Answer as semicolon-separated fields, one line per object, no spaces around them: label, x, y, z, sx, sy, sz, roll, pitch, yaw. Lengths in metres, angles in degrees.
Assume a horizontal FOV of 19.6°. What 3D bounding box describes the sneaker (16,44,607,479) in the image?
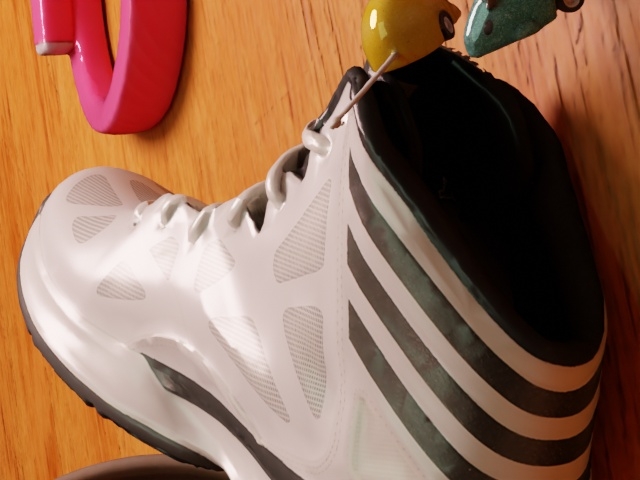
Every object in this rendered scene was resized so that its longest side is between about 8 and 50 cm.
sneaker;0.001;0.000;0.934;0.447;0.169;0.258;39;120;48

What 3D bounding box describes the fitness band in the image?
fitness band;-0.157;-0.220;1.321;0.209;0.054;0.291;179;87;-65

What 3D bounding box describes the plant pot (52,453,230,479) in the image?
plant pot;-0.086;0.289;1.062;0.229;0.263;0.263;86;163;-50

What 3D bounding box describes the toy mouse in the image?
toy mouse;0.082;-0.116;0.768;0.143;0.161;0.031;-18;113;32
